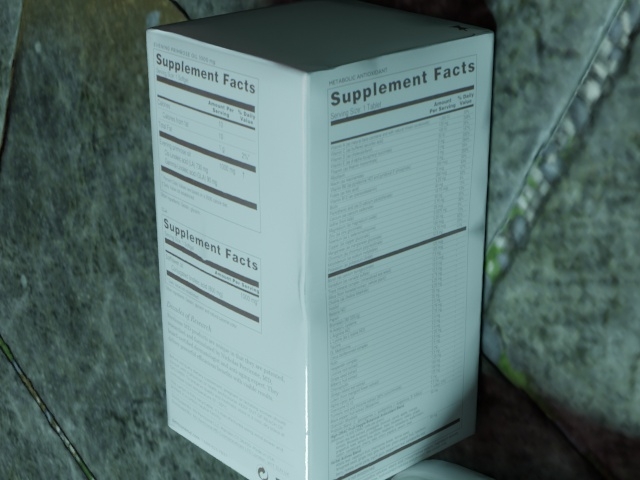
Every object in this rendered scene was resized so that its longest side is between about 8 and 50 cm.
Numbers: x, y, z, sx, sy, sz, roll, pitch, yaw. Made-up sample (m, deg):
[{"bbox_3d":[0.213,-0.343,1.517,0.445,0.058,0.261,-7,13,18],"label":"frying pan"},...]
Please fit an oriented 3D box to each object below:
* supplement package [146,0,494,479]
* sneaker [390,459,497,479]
[{"bbox_3d":[0.000,0.000,0.706,0.134,0.139,0.244,22,120,44],"label":"supplement package"},{"bbox_3d":[0.108,0.190,0.666,0.290,0.123,0.105,-4,100,51],"label":"sneaker"}]
